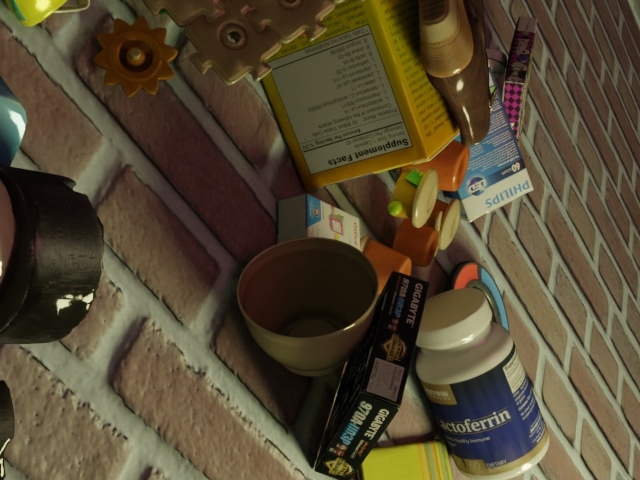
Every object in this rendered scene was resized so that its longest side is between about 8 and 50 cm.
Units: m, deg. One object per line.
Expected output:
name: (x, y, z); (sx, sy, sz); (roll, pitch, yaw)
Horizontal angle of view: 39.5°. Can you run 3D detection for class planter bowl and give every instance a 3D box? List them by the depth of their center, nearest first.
planter bowl: (-0.012, 0.090, 1.045); (0.162, 0.162, 0.109); (-63, 157, -44)

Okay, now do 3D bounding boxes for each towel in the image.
towel: (0.121, 0.339, 1.262); (0.237, 0.021, 0.102); (11, 65, -53)

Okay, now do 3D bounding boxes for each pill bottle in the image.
pill bottle: (0.233, 0.215, 1.343); (0.153, 0.153, 0.265); (-44, 115, -52)

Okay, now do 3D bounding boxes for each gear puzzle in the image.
gear puzzle: (-0.095, -0.260, 0.973); (0.339, 0.044, 0.175); (-40, 92, -16)

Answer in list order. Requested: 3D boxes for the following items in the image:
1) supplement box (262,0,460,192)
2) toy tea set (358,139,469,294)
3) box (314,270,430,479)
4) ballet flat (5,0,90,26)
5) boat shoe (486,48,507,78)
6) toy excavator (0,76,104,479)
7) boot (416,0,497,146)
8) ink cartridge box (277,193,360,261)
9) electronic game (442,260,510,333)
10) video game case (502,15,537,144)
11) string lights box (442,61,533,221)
supplement box: (0.037, -0.275, 1.179); (0.195, 0.194, 0.357); (-40, 113, -53)
toy tea set: (0.117, -0.048, 1.332); (0.336, 0.124, 0.200); (-38, 141, -57)
box: (0.060, 0.168, 1.074); (0.051, 0.220, 0.175); (20, 50, -1)
ballet flat: (-0.237, -0.280, 0.904); (0.231, 0.077, 0.077); (-50, 142, -47)
boat shoe: (0.259, -0.305, 1.623); (0.258, 0.095, 0.084); (-4, 90, -47)
toy excavator: (-0.332, -0.102, 0.557); (0.445, 0.433, 0.222); (44, 23, 31)
boot: (0.180, -0.273, 1.165); (0.207, 0.090, 0.248); (60, 34, -45)
ink cartridge box: (0.000, 0.000, 1.163); (0.122, 0.052, 0.089); (23, 61, -52)
electronic game: (0.267, 0.147, 1.510); (0.229, 0.048, 0.229); (22, 62, -51)
video game case: (0.377, -0.276, 1.725); (0.232, 0.041, 0.210); (84, 20, -47)
string lights box: (0.248, -0.177, 1.505); (0.133, 0.077, 0.260); (-26, 106, -12)
